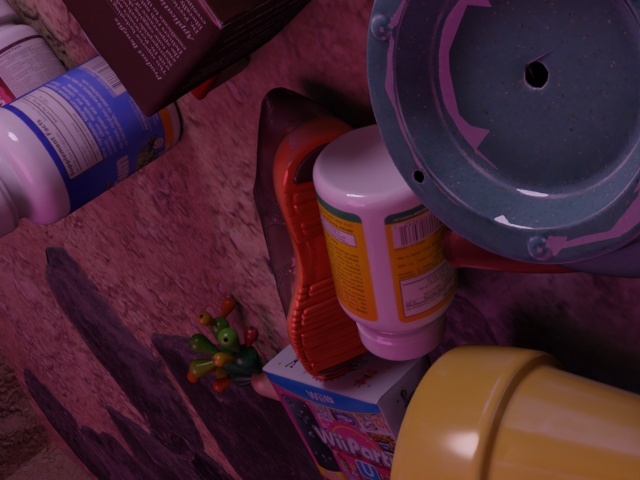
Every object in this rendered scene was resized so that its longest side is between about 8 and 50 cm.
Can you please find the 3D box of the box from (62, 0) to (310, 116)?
[{"bbox_3d":[-0.106,-0.242,0.767,0.168,0.167,0.203,54,151,-6],"label":"box"}]

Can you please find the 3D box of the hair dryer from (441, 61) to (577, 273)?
[{"bbox_3d":[0.169,-0.077,0.673,0.223,0.080,0.294,41,135,23],"label":"hair dryer"}]

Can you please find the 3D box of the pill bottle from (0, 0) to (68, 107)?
[{"bbox_3d":[-0.423,-0.226,1.281,0.221,0.121,0.121,54,151,-4],"label":"pill bottle"}]

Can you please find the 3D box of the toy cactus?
[{"bbox_3d":[-0.110,0.182,1.349,0.180,0.112,0.219,28,145,3],"label":"toy cactus"}]

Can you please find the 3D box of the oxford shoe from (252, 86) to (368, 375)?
[{"bbox_3d":[0.000,0.000,0.971,0.133,0.129,0.364,53,155,43],"label":"oxford shoe"}]

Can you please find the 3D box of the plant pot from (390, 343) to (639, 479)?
[{"bbox_3d":[0.222,0.224,0.774,0.239,0.254,0.254,1,126,35],"label":"plant pot"}]

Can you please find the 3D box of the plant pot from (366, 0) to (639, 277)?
[{"bbox_3d":[0.148,-0.102,0.469,0.293,0.196,0.293,23,126,36],"label":"plant pot"}]

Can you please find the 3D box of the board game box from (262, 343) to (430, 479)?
[{"bbox_3d":[0.081,0.271,1.155,0.224,0.097,0.303,6,128,51],"label":"board game box"}]

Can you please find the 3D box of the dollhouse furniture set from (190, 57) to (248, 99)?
[{"bbox_3d":[-0.255,-0.277,0.954,0.374,0.152,0.201,52,151,0],"label":"dollhouse furniture set"}]

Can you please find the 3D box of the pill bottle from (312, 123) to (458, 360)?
[{"bbox_3d":[0.065,0.009,0.825,0.117,0.117,0.208,26,143,38],"label":"pill bottle"}]

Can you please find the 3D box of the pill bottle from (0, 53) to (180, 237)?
[{"bbox_3d":[-0.320,-0.114,1.105,0.152,0.272,0.152,35,148,27],"label":"pill bottle"}]
